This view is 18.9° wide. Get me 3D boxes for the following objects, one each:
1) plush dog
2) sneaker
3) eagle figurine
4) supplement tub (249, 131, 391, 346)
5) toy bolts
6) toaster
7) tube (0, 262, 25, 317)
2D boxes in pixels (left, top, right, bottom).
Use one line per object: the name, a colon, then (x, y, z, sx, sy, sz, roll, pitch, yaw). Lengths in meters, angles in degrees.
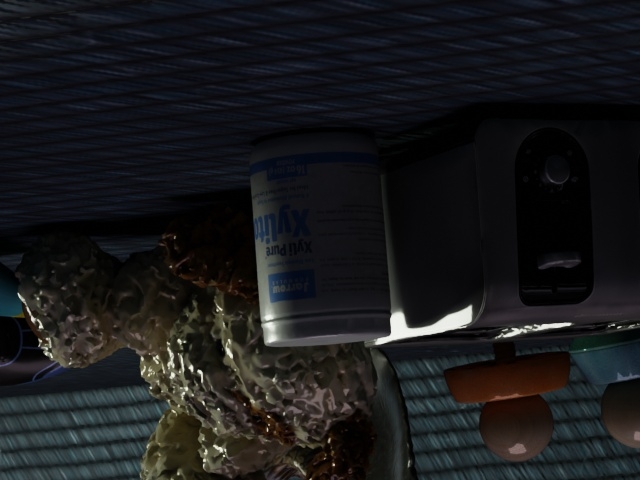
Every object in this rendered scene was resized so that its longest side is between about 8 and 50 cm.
plush dog: (-0.043, 0.071, 1.270, 0.210, 0.262, 0.225, -37, -162, -21)
sneaker: (-0.317, 0.090, 1.650, 0.232, 0.081, 0.090, -5, 180, 9)
eagle figurine: (0.008, 0.175, 1.523, 0.226, 0.298, 0.225, -12, 141, -51)
supplement tub: (0.000, 0.000, 1.013, 0.071, 0.107, 0.071, -5, 173, -1)
toy bolts: (0.224, 0.082, 1.503, 0.218, 0.158, 0.228, -10, 178, -21)
toaster: (0.112, -0.004, 1.054, 0.168, 0.110, 0.186, 0, 172, -27)
tube: (-0.235, 0.025, 1.295, 0.080, 0.052, 0.207, 38, -179, 10)
